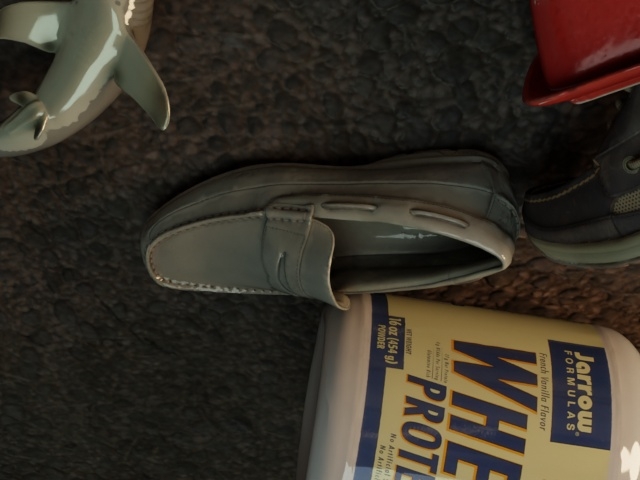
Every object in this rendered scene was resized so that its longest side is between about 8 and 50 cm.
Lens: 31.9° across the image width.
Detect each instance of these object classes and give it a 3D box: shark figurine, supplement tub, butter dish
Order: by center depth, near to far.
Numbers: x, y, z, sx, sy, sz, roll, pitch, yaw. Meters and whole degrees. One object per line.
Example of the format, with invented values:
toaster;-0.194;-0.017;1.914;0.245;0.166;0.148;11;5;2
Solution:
butter dish;0.194;-0.169;0.718;0.159;0.160;0.118;-19;107;22
shark figurine;-0.190;-0.117;0.829;0.278;0.116;0.166;-34;89;23
supplement tub;0.149;0.178;0.978;0.324;0.235;0.235;8;134;-2

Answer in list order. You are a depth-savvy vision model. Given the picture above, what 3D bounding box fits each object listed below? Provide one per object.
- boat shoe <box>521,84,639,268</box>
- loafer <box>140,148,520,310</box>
boat shoe;0.266;-0.064;0.757;0.132;0.130;0.355;-17;-177;-31
loafer;0.000;0.000;0.906;0.319;0.111;0.112;-10;132;15
